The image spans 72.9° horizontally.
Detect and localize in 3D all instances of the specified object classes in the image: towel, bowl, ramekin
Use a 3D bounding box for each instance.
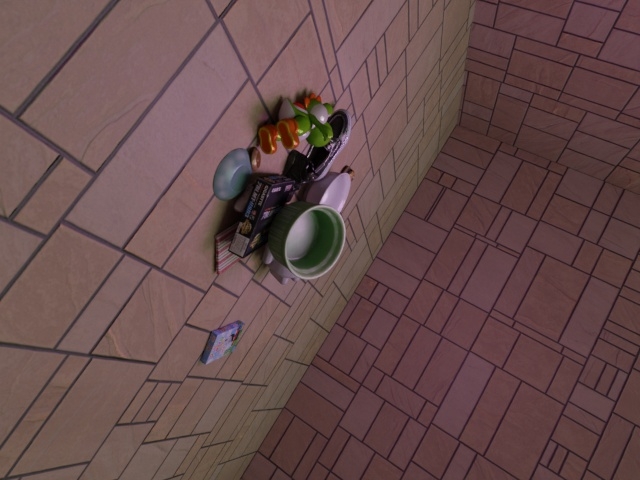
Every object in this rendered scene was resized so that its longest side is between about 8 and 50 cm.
[{"bbox_3d":[-0.349,0.025,1.661,0.144,0.029,0.196,-41,149,-44],"label":"towel"},{"bbox_3d":[0.010,-0.209,2.054,0.298,0.134,0.297,-49,156,-31],"label":"bowl"},{"bbox_3d":[-0.060,-0.011,1.714,0.304,0.148,0.303,-17,118,-36],"label":"ramekin"}]

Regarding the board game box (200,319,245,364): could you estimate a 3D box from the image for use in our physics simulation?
[{"bbox_3d":[-0.446,0.465,1.989,0.212,0.039,0.160,-8,125,-65],"label":"board game box"}]

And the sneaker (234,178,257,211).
[{"bbox_3d":[-0.263,-0.167,1.566,0.152,0.054,0.061,-57,172,-30],"label":"sneaker"}]

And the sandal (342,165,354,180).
[{"bbox_3d":[0.161,-0.354,2.346,0.072,0.049,0.180,-63,160,4],"label":"sandal"}]

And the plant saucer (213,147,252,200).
[{"bbox_3d":[-0.284,-0.217,1.477,0.195,0.038,0.194,-48,156,-30],"label":"plant saucer"}]

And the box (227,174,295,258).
[{"bbox_3d":[-0.217,-0.101,1.638,0.293,0.073,0.295,-63,175,14],"label":"box"}]

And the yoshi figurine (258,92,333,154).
[{"bbox_3d":[-0.055,-0.398,1.598,0.362,0.204,0.203,-43,169,-46],"label":"yoshi figurine"}]

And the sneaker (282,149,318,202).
[{"bbox_3d":[-0.091,-0.241,1.778,0.087,0.130,0.227,-21,138,-58],"label":"sneaker"}]

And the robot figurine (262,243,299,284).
[{"bbox_3d":[-0.125,0.026,1.943,0.300,0.200,0.353,-15,132,-42],"label":"robot figurine"}]

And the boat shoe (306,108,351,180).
[{"bbox_3d":[0.030,-0.405,1.857,0.335,0.121,0.119,-65,164,16],"label":"boat shoe"}]

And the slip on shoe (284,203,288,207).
[{"bbox_3d":[-0.188,-0.107,1.854,0.041,0.051,0.135,39,92,-26],"label":"slip on shoe"}]

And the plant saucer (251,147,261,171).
[{"bbox_3d":[-0.223,-0.283,1.517,0.083,0.015,0.083,6,90,-83],"label":"plant saucer"}]
